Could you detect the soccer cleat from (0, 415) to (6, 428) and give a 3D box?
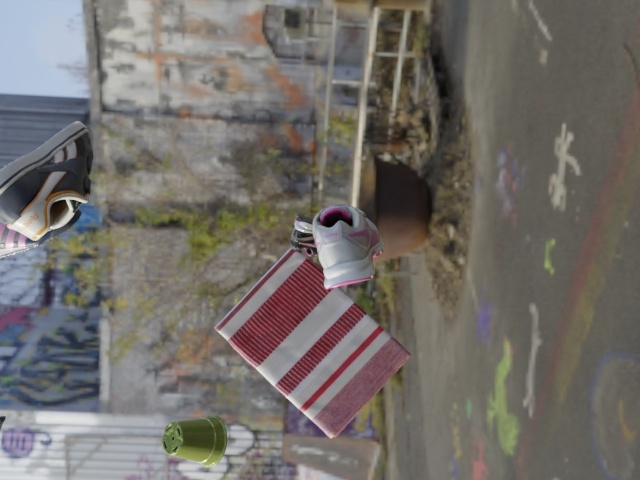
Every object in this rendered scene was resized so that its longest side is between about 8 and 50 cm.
[{"bbox_3d":[-0.703,0.277,1.607,0.121,0.289,0.093,-49,-12,2],"label":"soccer cleat"}]

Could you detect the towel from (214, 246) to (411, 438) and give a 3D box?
[{"bbox_3d":[-0.014,0.203,1.717,0.237,0.329,0.037,-46,4,0],"label":"towel"}]

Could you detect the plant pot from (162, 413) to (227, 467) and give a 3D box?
[{"bbox_3d":[-0.203,0.312,1.349,0.083,0.079,0.083,-15,67,39],"label":"plant pot"}]

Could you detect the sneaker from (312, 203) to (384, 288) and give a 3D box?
[{"bbox_3d":[0.044,-0.013,1.415,0.252,0.103,0.111,-80,-25,-74],"label":"sneaker"}]

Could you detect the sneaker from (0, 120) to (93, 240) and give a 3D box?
[{"bbox_3d":[-0.452,-0.096,1.446,0.126,0.127,0.321,-37,14,24],"label":"sneaker"}]

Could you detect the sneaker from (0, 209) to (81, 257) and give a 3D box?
[{"bbox_3d":[-0.744,-0.046,2.090,0.112,0.319,0.131,-89,-22,-58],"label":"sneaker"}]

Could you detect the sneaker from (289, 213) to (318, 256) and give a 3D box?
[{"bbox_3d":[0.000,0.000,1.832,0.072,0.178,0.077,40,108,48],"label":"sneaker"}]
